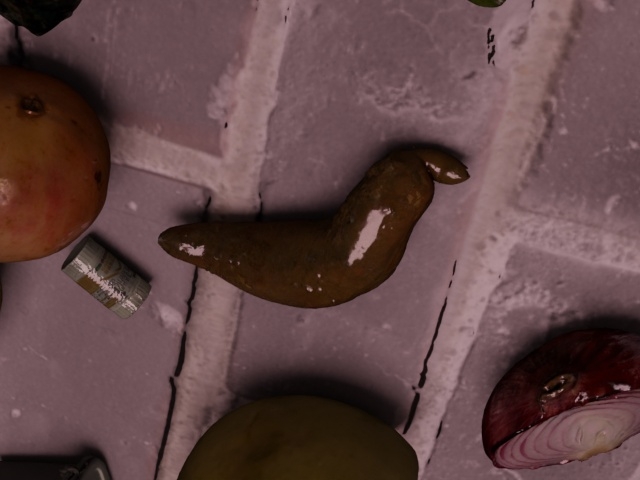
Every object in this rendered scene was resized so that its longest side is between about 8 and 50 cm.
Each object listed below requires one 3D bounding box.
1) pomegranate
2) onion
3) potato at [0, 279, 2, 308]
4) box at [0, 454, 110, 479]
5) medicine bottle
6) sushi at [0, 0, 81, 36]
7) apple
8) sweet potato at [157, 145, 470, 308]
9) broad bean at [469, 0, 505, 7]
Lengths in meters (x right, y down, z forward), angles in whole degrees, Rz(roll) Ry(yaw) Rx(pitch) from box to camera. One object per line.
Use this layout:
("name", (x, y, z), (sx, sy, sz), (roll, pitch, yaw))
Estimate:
("pomegranate", (-0.287, -0.065, 1.403), (0.191, 0.191, 0.191), (6, 126, 8))
("onion", (0.240, 0.141, 1.483), (0.206, 0.098, 0.151), (-23, 143, 18))
("potato", (-0.439, 0.093, 1.574), (0.173, 0.140, 0.300), (43, 117, -10))
("box", (-0.314, 0.362, 1.738), (0.135, 0.163, 0.243), (5, 128, 20))
("medicine bottle", (-0.217, 0.038, 1.543), (0.083, 0.047, 0.047), (41, 123, -17))
("sushi", (-0.198, -0.320, 1.186), (0.171, 0.211, 0.350), (32, 135, -20))
("apple", (-0.020, 0.309, 1.570), (0.292, 0.254, 0.292), (9, 126, 12))
("sweet potato", (0.003, 0.002, 1.442), (0.310, 0.098, 0.124), (-17, 99, 25))
("broad bean", (0.072, -0.286, 1.245), (0.053, 0.052, 0.256), (-13, 125, 48))
